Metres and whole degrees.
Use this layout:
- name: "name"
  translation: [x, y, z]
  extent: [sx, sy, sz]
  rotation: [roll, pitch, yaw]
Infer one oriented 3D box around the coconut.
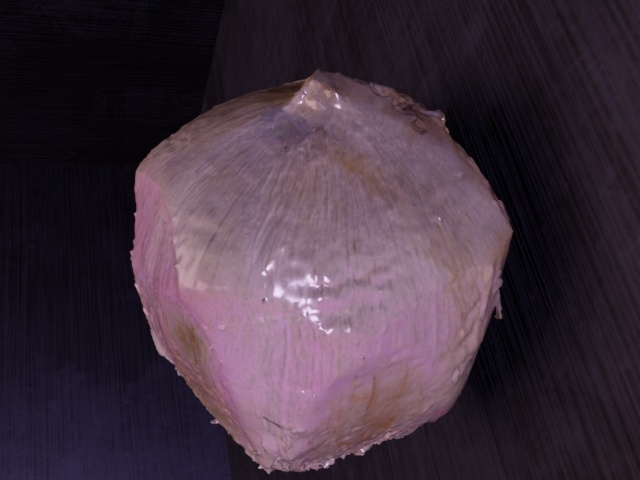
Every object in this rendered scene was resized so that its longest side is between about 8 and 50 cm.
- name: "coconut"
  translation: [0.000, 0.000, 0.731]
  extent: [0.404, 0.405, 0.404]
  rotation: [178, 90, -70]
